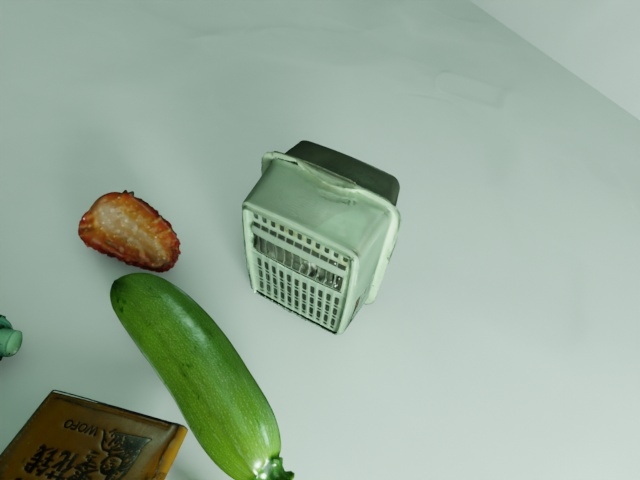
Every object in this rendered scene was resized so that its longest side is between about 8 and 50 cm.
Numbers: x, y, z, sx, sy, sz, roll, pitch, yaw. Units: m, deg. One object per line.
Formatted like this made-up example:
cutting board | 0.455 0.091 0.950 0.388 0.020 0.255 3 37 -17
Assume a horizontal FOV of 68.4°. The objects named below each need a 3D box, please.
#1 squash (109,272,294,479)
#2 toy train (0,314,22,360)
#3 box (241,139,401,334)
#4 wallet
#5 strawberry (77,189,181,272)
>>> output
squash | -0.166 0.174 0.643 0.107 0.107 0.395 -26 56 -34
toy train | -0.528 0.144 0.601 0.248 0.101 0.159 12 60 -2
box | 0.000 0.000 0.730 0.220 0.290 0.166 25 57 12
wallet | -0.279 0.267 0.545 0.195 0.042 0.161 9 42 10
strawberry | -0.321 -0.002 0.808 0.188 0.082 0.121 37 68 10
